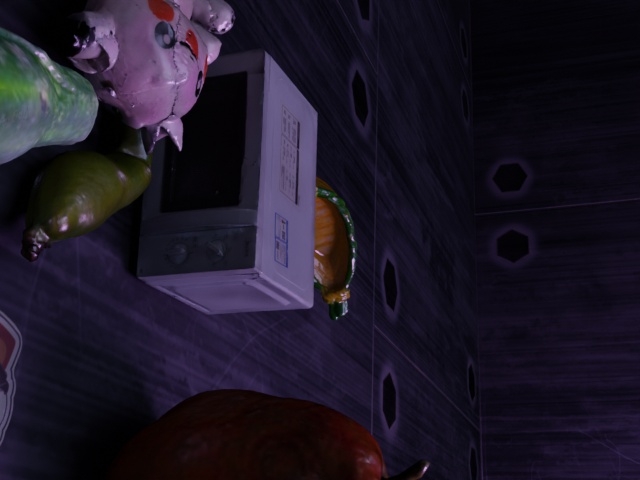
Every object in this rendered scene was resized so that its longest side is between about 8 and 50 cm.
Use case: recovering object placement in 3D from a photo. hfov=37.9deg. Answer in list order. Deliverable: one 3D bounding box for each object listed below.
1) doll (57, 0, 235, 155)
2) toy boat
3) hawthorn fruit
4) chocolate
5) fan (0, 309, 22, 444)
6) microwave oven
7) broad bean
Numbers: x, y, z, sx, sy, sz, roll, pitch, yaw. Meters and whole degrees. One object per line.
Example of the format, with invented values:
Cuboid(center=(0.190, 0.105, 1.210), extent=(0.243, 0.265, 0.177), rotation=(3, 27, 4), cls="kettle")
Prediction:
Cuboid(center=(-0.136, -0.171, 0.734), extent=(0.149, 0.095, 0.192), rotation=(69, 25, -53), cls="doll")
Cuboid(center=(0.000, 0.000, 1.160), extent=(0.088, 0.089, 0.229), rotation=(-97, 171, -45), cls="toy boat")
Cuboid(center=(-0.038, 0.219, 0.723), extent=(0.224, 0.261, 0.224), rotation=(-11, 90, -75), cls="hawthorn fruit")
Cuboid(center=(-0.218, -0.083, 0.524), extent=(0.291, 0.110, 0.110), rotation=(-17, 101, -74), cls="chocolate")
Cuboid(center=(-0.243, 0.069, 0.539), extent=(0.220, 0.009, 0.132), rotation=(56, 33, -56), cls="fan")
Cuboid(center=(-0.083, -0.047, 0.871), extent=(0.162, 0.122, 0.208), rotation=(43, 46, -64), cls="microwave oven")
Cuboid(center=(-0.173, -0.045, 0.714), extent=(0.070, 0.048, 0.213), rotation=(63, 20, -22), cls="broad bean")
